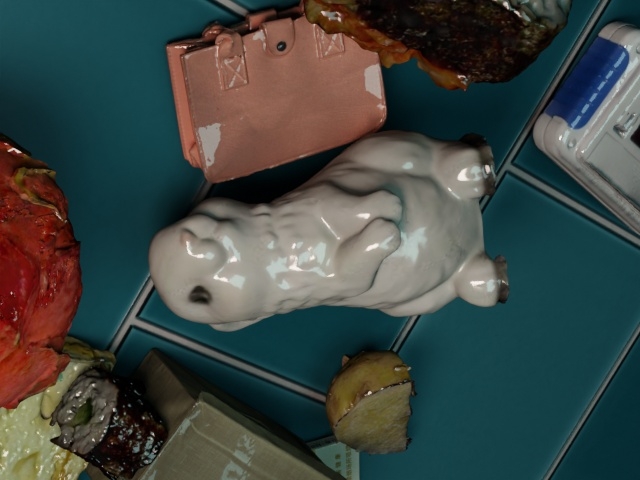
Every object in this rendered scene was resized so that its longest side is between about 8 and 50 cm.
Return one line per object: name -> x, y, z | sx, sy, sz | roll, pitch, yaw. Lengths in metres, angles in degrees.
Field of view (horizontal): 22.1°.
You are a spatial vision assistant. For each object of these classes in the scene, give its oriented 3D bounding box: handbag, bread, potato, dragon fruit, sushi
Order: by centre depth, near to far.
dragon fruit -> -0.355, 0.032, 1.410 | 0.302, 0.295, 0.295 | -8, 116, -30
sushi -> 0.098, -0.274, 1.575 | 0.343, 0.182, 0.196 | 30, 53, -21
sushi -> -0.206, 0.177, 1.610 | 0.084, 0.094, 0.098 | 39, 81, -39
handbag -> -0.041, -0.157, 1.646 | 0.213, 0.059, 0.157 | -19, 121, -21
bread -> -0.296, 0.206, 1.654 | 0.128, 0.088, 0.232 | 13, 96, -44
potato -> 0.048, 0.177, 1.859 | 0.101, 0.089, 0.172 | -19, 149, -8

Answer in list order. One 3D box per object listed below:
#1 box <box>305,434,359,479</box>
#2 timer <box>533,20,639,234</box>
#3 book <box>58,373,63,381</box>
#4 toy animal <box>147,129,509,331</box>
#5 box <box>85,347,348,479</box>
box -> -0.033, 0.279, 1.880 | 0.167, 0.024, 0.090 | -13, 117, -24
timer -> 0.374, -0.120, 1.901 | 0.253, 0.078, 0.178 | 34, 92, -37
book -> -0.313, 0.082, 1.581 | 0.103, 0.017, 0.135 | -13, 86, -25
toy animal -> 0.000, 0.000, 1.654 | 0.357, 0.258, 0.193 | -11, 92, -11
box -> -0.109, 0.245, 1.724 | 0.231, 0.149, 0.155 | 34, 92, -30
